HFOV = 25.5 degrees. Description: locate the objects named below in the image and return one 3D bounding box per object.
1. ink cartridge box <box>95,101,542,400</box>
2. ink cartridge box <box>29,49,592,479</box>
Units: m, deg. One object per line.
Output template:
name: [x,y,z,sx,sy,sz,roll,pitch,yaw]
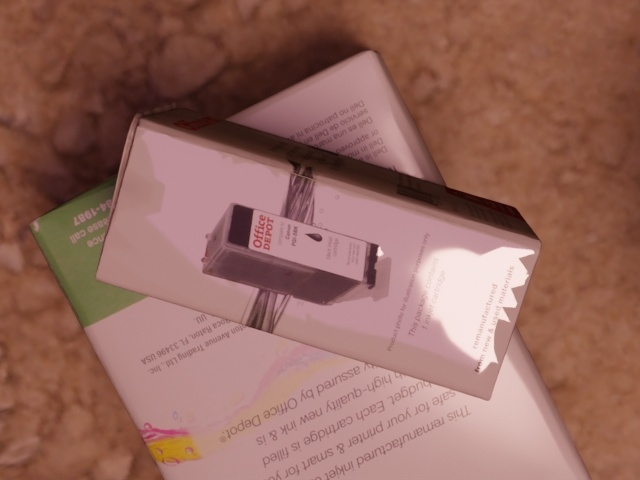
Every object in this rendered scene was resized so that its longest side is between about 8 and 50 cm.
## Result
ink cartridge box: [0.000,0.000,0.489,0.135,0.099,0.056,17,99,1]
ink cartridge box: [0.002,0.047,0.593,0.154,0.093,0.212,-27,95,5]
